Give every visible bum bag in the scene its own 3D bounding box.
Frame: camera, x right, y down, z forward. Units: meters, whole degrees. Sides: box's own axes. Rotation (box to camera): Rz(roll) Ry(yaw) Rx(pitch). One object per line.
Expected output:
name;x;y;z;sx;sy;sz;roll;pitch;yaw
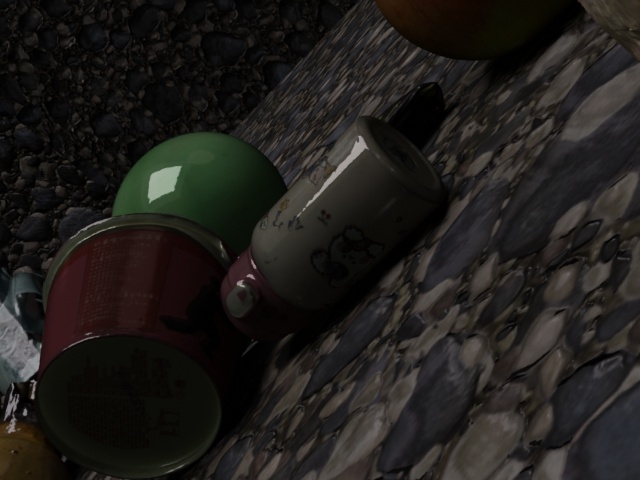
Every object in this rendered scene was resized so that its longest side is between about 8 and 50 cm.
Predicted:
bum bag;0.051;-0.079;1.157;0.232;0.060;0.107;-52;3;-16

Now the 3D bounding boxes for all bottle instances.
bottle;0.000;0.000;0.976;0.233;0.110;0.110;-45;13;22

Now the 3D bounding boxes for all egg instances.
egg;-0.149;-0.017;1.310;0.220;0.220;0.270;-57;2;-29

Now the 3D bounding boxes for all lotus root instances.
lotus root;-0.313;0.281;1.034;0.183;0.183;0.310;-39;33;42

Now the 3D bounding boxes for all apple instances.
apple;0.168;-0.301;1.084;0.261;0.194;0.261;-48;14;16

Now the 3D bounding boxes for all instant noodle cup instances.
instant noodle cup;-0.182;0.113;1.062;0.235;0.235;0.178;-45;21;23

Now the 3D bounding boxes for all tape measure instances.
tape measure;-0.389;0.162;1.526;0.147;0.256;0.275;-44;-24;-3

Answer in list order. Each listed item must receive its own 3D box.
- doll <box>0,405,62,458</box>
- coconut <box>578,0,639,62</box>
doll;-0.495;0.407;1.445;0.382;0.252;0.378;-51;-22;-3
coconut;0.210;-0.183;0.567;0.194;0.194;0.194;-47;12;13
